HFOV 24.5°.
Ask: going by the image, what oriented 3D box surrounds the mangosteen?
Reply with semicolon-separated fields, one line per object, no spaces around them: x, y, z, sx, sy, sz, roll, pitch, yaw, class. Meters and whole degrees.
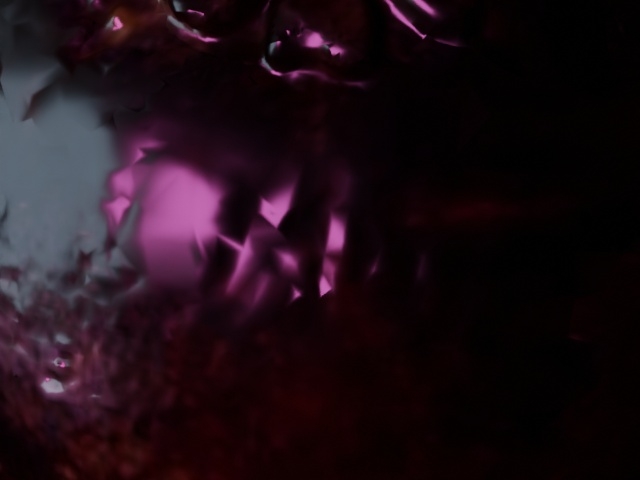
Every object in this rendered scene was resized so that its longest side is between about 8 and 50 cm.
-0.008;-0.008;0.489;0.293;0.297;0.297;132;144;-58;mangosteen
